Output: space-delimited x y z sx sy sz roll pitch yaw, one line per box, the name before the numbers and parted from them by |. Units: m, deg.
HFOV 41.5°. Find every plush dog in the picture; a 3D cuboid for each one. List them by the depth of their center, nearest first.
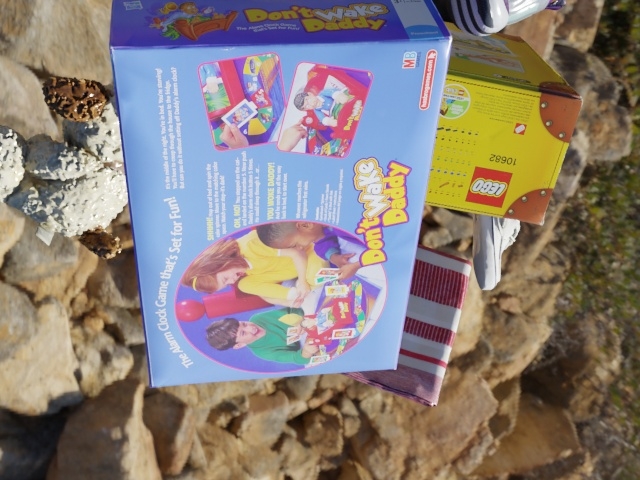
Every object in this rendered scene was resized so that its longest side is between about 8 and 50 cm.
plush dog | -0.313 -0.121 1.180 0.225 0.210 0.262 -56 161 13

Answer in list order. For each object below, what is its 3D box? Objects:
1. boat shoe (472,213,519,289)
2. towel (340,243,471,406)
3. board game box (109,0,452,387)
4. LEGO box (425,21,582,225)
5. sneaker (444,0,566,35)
boat shoe | 0.353 -0.028 1.689 0.088 0.267 0.096 4 152 -1
towel | 0.165 0.149 1.723 0.237 0.037 0.329 19 65 1
board game box | -0.038 -0.026 0.700 0.233 0.078 0.347 -3 131 -9
LEGO box | 0.081 -0.222 1.264 0.500 0.372 0.193 10 115 -5
sneaker | 0.136 -0.282 0.671 0.098 0.083 0.224 -19 109 -19
